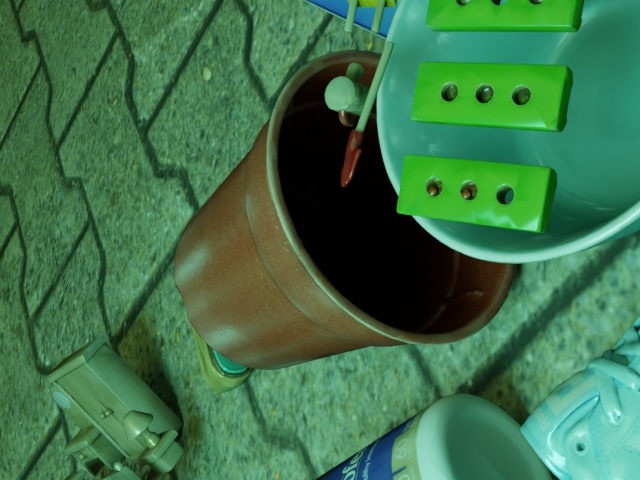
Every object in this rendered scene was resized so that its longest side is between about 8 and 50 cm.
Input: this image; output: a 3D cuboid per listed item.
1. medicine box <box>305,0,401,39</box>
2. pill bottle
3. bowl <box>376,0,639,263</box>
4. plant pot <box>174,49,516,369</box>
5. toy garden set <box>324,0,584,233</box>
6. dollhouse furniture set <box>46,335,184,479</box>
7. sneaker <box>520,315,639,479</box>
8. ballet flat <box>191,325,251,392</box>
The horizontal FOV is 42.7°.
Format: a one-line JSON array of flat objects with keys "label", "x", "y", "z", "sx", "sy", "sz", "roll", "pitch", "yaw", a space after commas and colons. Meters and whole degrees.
[{"label": "medicine box", "x": 0.101, "y": -0.337, "z": 0.741, "sx": 0.289, "sy": 0.263, "sz": 0.149, "roll": -59, "pitch": 43, "yaw": 22}, {"label": "pill bottle", "x": 0.066, "y": 0.260, "z": 0.729, "sx": 0.264, "sy": 0.153, "sz": 0.153, "roll": -43, "pitch": 52, "yaw": 34}, {"label": "bowl", "x": 0.210, "y": -0.127, "z": 0.646, "sx": 0.311, "sy": 0.163, "sz": 0.312, "roll": -13, "pitch": 72, "yaw": 47}, {"label": "plant pot", "x": 0.000, "y": 0.000, "z": 0.802, "sx": 0.265, "sy": 0.272, "sz": 0.273, "roll": -31, "pitch": 59, "yaw": 50}, {"label": "toy garden set", "x": 0.090, "y": -0.138, "z": 0.604, "sx": 0.203, "sy": 0.049, "sz": 0.245, "roll": 10, "pitch": 91, "yaw": 33}, {"label": "dollhouse furniture set", "x": -0.363, "y": 0.314, "z": 1.044, "sx": 0.303, "sy": 0.174, "sz": 0.355, "roll": -30, "pitch": 15, "yaw": 42}, {"label": "sneaker", "x": 0.222, "y": 0.116, "z": 0.557, "sx": 0.150, "sy": 0.135, "sz": 0.366, "roll": 13, "pitch": 91, "yaw": 5}, {"label": "ballet flat", "x": -0.151, "y": 0.093, "z": 1.080, "sx": 0.073, "sy": 0.080, "sz": 0.232, "roll": -55, "pitch": 42, "yaw": 46}]
